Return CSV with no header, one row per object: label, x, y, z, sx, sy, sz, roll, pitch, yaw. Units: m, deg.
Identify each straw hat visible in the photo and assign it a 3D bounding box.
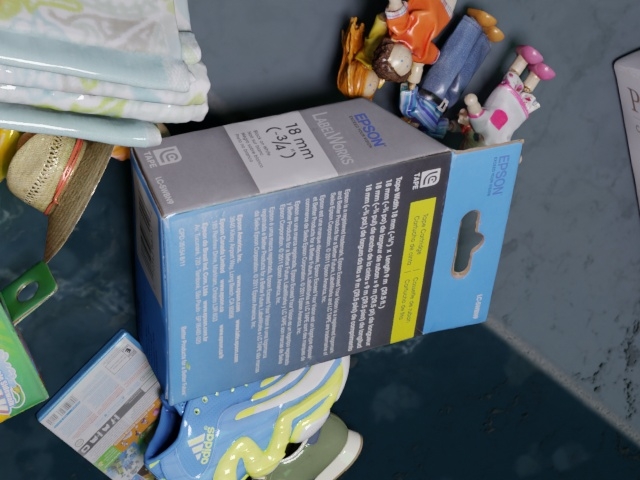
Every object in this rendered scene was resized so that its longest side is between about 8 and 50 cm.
straw hat,-0.210,-0.055,1.040,0.061,0.144,0.144,27,97,-16

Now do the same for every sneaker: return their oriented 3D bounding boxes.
sneaker,-0.076,0.161,1.304,0.240,0.091,0.126,-51,121,-15
sneaker,-0.050,0.247,1.381,0.192,0.064,0.086,-47,113,-2

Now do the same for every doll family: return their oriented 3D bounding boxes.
doll family,0.102,-0.160,1.274,0.163,0.118,0.263,-55,135,-8

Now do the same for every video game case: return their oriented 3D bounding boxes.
video game case,-0.180,0.179,1.319,0.119,0.015,0.166,-45,120,-3

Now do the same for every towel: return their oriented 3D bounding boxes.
towel,-0.272,-0.228,0.972,0.375,0.320,0.090,7,143,-27

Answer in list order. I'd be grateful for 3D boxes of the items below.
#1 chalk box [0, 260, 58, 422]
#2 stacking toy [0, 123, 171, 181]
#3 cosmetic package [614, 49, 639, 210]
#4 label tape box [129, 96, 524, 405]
chalk box,-0.323,0.087,1.152,0.213,0.132,0.132,-26,118,-12
stacking toy,-0.251,-0.106,1.115,0.302,0.175,0.165,7,110,-38
cosmetic package,0.553,-0.033,1.385,0.327,0.329,0.393,-23,116,-14
label tape box,0.000,0.000,1.237,0.334,0.106,0.240,-13,136,-19
